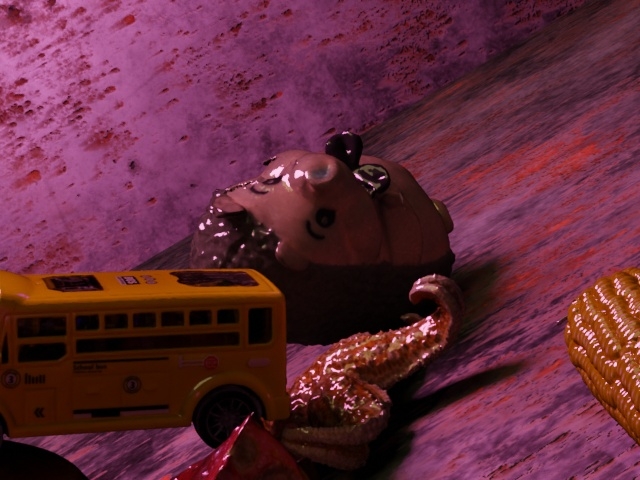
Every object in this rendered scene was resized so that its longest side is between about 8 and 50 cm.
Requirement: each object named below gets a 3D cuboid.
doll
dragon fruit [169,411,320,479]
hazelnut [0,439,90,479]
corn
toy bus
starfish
[{"bbox_3d":[0.000,0.000,1.683,0.247,0.247,0.349,-22,-5,36],"label":"doll"},{"bbox_3d":[-0.100,0.271,1.104,0.211,0.134,0.262,-52,6,-37],"label":"dragon fruit"},{"bbox_3d":[-0.284,0.269,1.340,0.229,0.229,0.229,-29,10,5],"label":"hazelnut"},{"bbox_3d":[0.237,0.089,1.061,0.106,0.106,0.305,-29,10,4],"label":"corn"},{"bbox_3d":[-0.200,0.100,1.343,0.331,0.151,0.145,-1,13,-18],"label":"toy bus"},{"bbox_3d":[0.004,0.140,1.478,0.312,0.113,0.303,-41,15,-37],"label":"starfish"}]
